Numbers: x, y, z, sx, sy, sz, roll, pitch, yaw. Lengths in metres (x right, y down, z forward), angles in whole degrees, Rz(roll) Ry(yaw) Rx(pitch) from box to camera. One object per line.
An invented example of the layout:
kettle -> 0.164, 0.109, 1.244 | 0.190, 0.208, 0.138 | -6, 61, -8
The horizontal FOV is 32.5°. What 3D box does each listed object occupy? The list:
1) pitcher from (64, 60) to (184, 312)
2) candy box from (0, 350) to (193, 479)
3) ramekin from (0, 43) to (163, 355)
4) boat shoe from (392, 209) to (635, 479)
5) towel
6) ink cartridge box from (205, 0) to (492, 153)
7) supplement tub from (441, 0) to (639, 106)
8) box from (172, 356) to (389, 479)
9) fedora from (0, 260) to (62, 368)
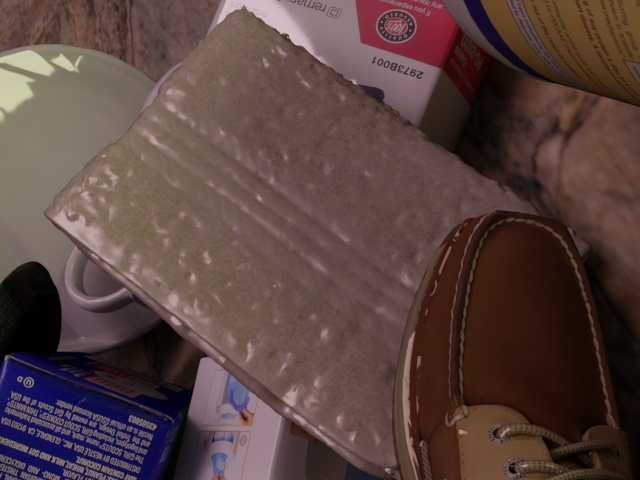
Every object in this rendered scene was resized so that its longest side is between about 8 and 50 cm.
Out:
pitcher -> -0.119, -0.039, 0.903 | 0.178, 0.125, 0.207 | -1, 69, 11
candy box -> -0.196, 0.245, 0.766 | 0.268, 0.122, 0.317 | 111, -179, -85
ramekin -> -0.242, -0.029, 0.974 | 0.127, 0.273, 0.273 | -10, 63, 62
boat shoe -> 0.108, 0.141, 0.518 | 0.120, 0.122, 0.324 | 134, 138, -68
towel -> 0.000, 0.000, 0.649 | 0.282, 0.049, 0.187 | 37, 76, 13
ink cartridge box -> -0.006, -0.068, 0.759 | 0.172, 0.100, 0.237 | 21, 87, 21
supplement tub -> 0.221, -0.153, 0.442 | 0.331, 0.241, 0.241 | 29, 95, 49
box -> -0.026, 0.183, 0.691 | 0.103, 0.114, 0.203 | -10, 61, 49
fedora -> -0.306, 0.148, 0.741 | 0.334, 0.152, 0.334 | -159, 90, -89
